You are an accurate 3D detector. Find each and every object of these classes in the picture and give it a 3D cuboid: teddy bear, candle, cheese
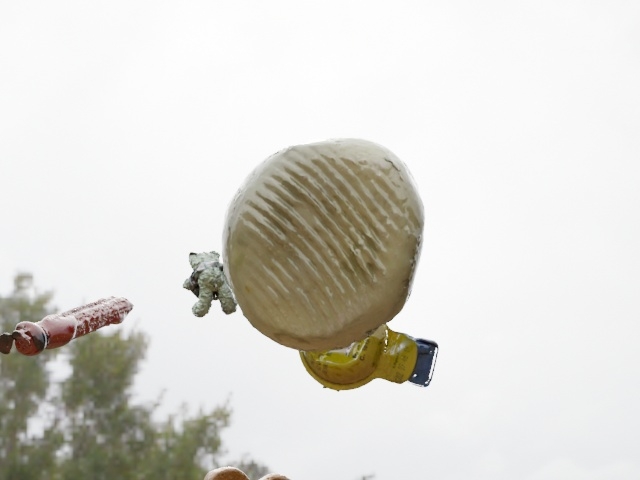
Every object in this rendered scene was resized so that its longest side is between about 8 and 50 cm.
[{"bbox_3d":[-0.288,0.090,2.944,0.133,0.213,0.111,-9,-37,-13],"label":"teddy bear"},{"bbox_3d":[-0.357,0.122,1.678,0.048,0.051,0.329,-49,-9,16],"label":"candle"},{"bbox_3d":[0.076,0.195,2.088,0.270,0.177,0.069,13,-5,12],"label":"cheese"}]

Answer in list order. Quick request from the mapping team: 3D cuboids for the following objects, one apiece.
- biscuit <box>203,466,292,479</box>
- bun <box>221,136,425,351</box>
[{"bbox_3d":[-0.137,0.515,1.783,0.205,0.324,0.049,19,-21,-36],"label":"biscuit"},{"bbox_3d":[0.000,0.000,1.882,0.326,0.362,0.234,23,-3,-7],"label":"bun"}]
